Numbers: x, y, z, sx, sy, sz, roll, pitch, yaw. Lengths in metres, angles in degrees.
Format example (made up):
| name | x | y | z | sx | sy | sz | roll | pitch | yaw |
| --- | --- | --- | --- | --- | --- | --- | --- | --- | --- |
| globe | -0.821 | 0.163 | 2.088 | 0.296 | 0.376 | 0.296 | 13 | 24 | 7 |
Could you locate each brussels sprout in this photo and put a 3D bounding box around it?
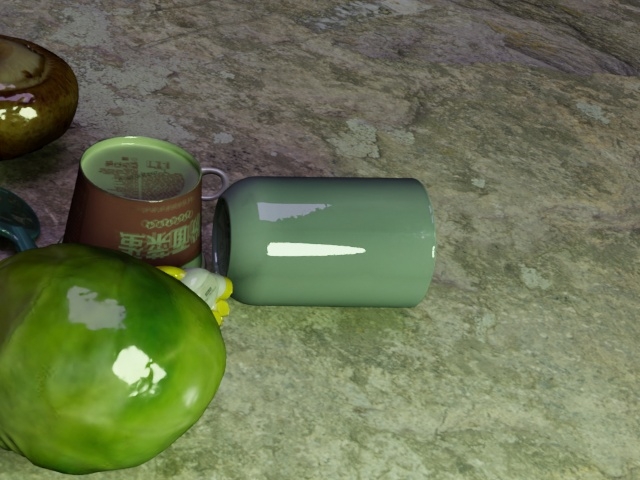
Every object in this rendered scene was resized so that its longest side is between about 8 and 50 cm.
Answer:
| name | x | y | z | sx | sy | sz | roll | pitch | yaw |
| --- | --- | --- | --- | --- | --- | --- | --- | --- | --- |
| brussels sprout | -0.284 | 0.142 | 1.279 | 0.344 | 0.268 | 0.344 | 8 | -8 | 1 |

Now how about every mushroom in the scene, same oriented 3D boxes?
| name | x | y | z | sx | sy | sz | roll | pitch | yaw |
| --- | --- | --- | --- | --- | --- | --- | --- | --- | --- |
| mushroom | -0.565 | -0.266 | 1.747 | 0.346 | 0.259 | 0.345 | 6 | 34 | -4 |

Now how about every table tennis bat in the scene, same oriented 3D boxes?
| name | x | y | z | sx | sy | sz | roll | pitch | yaw |
| --- | --- | --- | --- | --- | --- | --- | --- | --- | --- |
| table tennis bat | -0.467 | -0.020 | 1.613 | 0.124 | 0.033 | 0.201 | 14 | 29 | -52 |

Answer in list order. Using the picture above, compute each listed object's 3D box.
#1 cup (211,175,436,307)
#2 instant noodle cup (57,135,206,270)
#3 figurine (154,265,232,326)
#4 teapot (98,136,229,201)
| name | x | y | z | sx | sy | sz | roll | pitch | yaw |
| --- | --- | --- | --- | --- | --- | --- | --- | --- | --- |
| cup | 0.000 | 0.000 | 1.625 | 0.312 | 0.205 | 0.205 | 2 | 36 | -17 |
| instant noodle cup | -0.278 | -0.037 | 1.598 | 0.235 | 0.178 | 0.234 | 8 | 35 | -6 |
| figurine | -0.207 | 0.085 | 1.485 | 0.130 | 0.178 | 0.109 | 38 | 58 | -16 |
| teapot | -0.265 | -0.104 | 1.757 | 0.226 | 0.092 | 0.145 | 13 | -3 | -5 |
